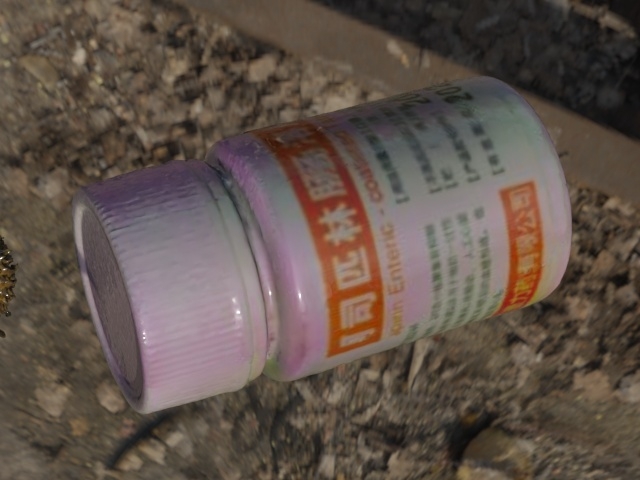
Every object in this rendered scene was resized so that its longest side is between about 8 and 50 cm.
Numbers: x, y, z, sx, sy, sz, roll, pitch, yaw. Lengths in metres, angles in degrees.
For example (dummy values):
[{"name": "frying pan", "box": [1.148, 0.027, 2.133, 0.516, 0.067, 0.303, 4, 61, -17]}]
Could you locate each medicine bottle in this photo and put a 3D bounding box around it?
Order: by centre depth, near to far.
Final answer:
[{"name": "medicine bottle", "box": [0.000, 0.000, 1.131, 0.388, 0.219, 0.219, -15, 75, -19]}]

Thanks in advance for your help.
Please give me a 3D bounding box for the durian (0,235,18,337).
[{"name": "durian", "box": [-0.371, 0.024, 1.384, 0.091, 0.148, 0.188, -41, 121, -29]}]
